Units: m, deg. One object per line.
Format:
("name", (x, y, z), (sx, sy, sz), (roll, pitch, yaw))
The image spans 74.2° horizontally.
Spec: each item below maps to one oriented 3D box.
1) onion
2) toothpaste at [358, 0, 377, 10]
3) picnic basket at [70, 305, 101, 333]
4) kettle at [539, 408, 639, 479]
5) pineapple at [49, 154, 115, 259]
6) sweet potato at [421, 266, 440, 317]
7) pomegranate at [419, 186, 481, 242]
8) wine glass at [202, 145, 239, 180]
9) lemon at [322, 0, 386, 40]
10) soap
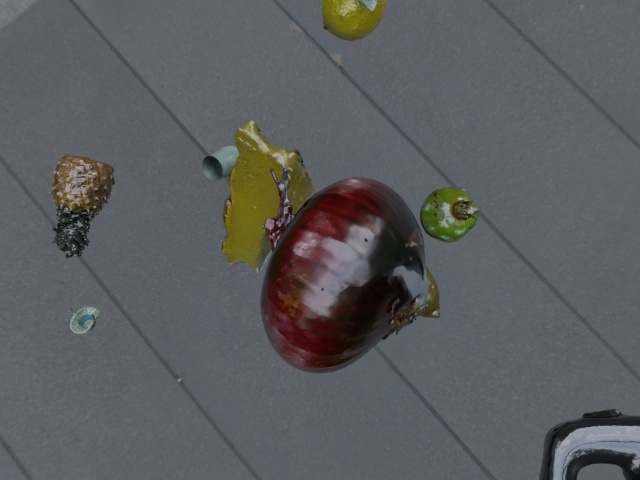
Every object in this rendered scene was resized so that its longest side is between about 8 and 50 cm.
("onion", (0.006, 0.030, 0.567), (0.285, 0.273, 0.273), (33, 85, 15))
("toothpaste", (0.073, -0.740, 1.208), (0.218, 0.041, 0.064), (21, 109, -19))
("picnic basket", (-0.628, 0.207, 1.126), (0.065, 0.083, 0.083), (22, 52, 4))
("kettle", (0.344, 0.266, 0.354), (0.250, 0.207, 0.271), (-17, 60, 34))
("pineapple", (-0.656, -0.086, 1.153), (0.157, 0.158, 0.279), (7, 85, 3))
("sweet potato", (0.268, 0.060, 1.359), (0.130, 0.130, 0.423), (-22, 84, -1))
("pomegranate", (0.362, -0.074, 1.158), (0.159, 0.205, 0.160), (0, 87, -8))
("wine glass", (-0.277, -0.250, 1.320), (0.092, 0.202, 0.093), (12, 121, 21))
("lemon", (0.106, -0.752, 1.362), (0.231, 0.192, 0.192), (-31, 82, 23))
("soap", (-0.160, -0.076, 1.017), (0.169, 0.339, 0.305), (27, 85, 11))
